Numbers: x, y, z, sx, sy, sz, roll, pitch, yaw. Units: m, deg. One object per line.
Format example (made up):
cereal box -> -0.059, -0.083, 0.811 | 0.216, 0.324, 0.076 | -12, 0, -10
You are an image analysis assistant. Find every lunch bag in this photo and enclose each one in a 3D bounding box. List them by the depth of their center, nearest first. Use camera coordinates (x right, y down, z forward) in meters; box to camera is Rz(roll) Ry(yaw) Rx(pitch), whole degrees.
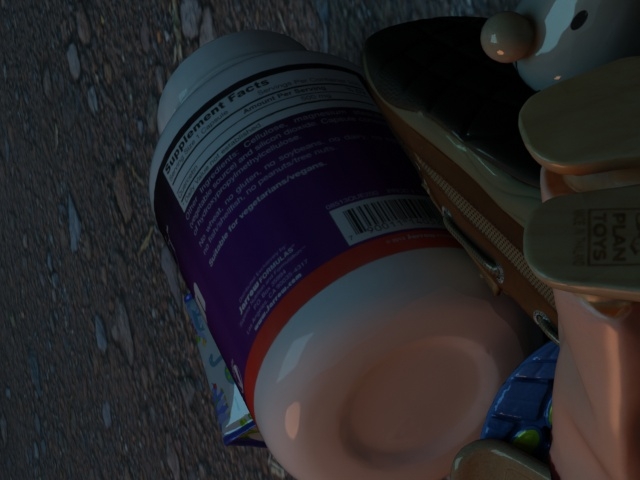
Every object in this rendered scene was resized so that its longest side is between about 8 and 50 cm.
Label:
lunch bag -> -0.011, 0.067, 1.366 | 0.151, 0.096, 0.128 | -35, 63, 32

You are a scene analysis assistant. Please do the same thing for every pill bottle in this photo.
pill bottle -> 0.000, 0.000, 1.191 | 0.323, 0.181, 0.181 | -121, 31, -47

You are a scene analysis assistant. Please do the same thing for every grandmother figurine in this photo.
grandmother figurine -> 0.137, 0.094, 0.815 | 0.342, 0.104, 0.207 | 78, -160, -49

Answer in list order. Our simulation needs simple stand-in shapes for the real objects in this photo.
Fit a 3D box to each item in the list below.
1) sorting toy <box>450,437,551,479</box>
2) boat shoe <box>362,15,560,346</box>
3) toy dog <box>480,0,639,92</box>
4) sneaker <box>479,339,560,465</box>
sorting toy -> 0.163, 0.281, 1.047 | 0.229, 0.041, 0.307 | 24, 122, 39
boat shoe -> 0.115, -0.019, 1.009 | 0.324, 0.123, 0.120 | -129, 34, -51
toy dog -> 0.125, -0.204, 0.853 | 0.220, 0.161, 0.333 | -142, 49, -57
sneaker -> 0.125, 0.123, 1.093 | 0.078, 0.067, 0.188 | -56, -11, -60
